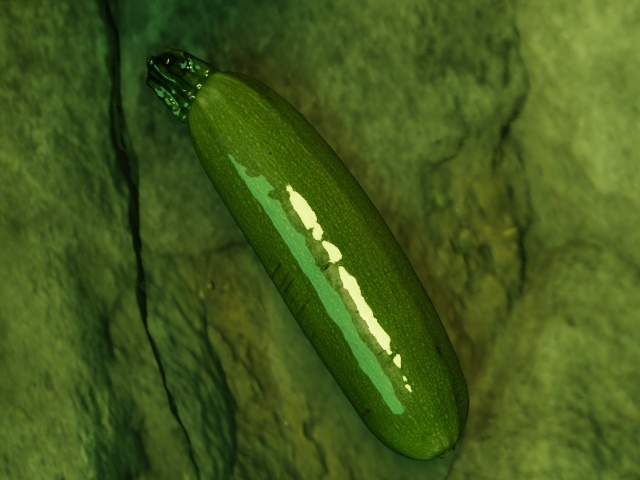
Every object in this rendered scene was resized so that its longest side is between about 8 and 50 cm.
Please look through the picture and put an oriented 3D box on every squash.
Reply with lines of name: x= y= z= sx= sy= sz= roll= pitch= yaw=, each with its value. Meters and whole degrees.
squash: x=0.000 y=0.000 z=0.793 sx=0.066 sy=0.066 sz=0.252 roll=-40 pitch=79 yaw=42
